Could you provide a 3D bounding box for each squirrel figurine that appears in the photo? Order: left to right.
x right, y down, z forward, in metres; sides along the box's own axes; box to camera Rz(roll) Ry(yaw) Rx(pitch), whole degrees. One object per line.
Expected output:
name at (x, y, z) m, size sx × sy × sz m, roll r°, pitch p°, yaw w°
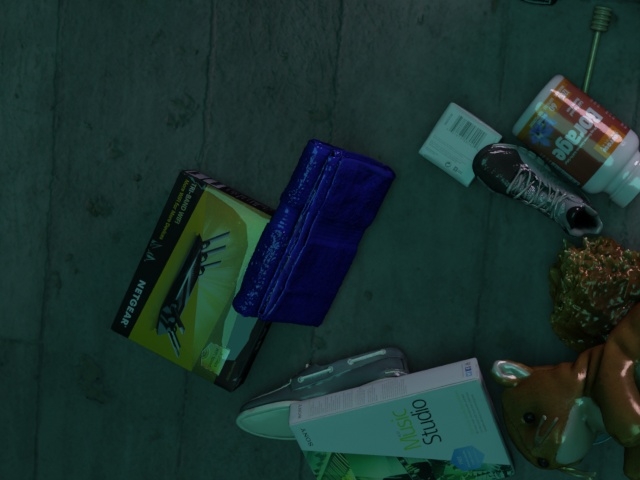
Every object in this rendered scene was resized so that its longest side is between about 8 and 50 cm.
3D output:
squirrel figurine at (0.458, 0.186, 1.792) m, size 0.370 × 0.397 × 0.281 m, roll -22°, pitch 134°, yaw 30°

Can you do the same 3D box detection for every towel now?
towel at (0.000, 0.000, 1.881) m, size 0.076 × 0.227 × 0.308 m, roll 34°, pitch 103°, yaw 36°

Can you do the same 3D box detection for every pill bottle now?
pill bottle at (0.419, -0.152, 1.834) m, size 0.216 × 0.121 × 0.121 m, roll 39°, pitch 101°, yaw 6°

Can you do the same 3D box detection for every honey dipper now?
honey dipper at (0.435, -0.293, 1.865) m, size 0.030 × 0.030 × 0.161 m, roll 13°, pitch 99°, yaw 10°

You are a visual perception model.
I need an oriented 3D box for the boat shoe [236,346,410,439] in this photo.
boat shoe at (0.007, 0.259, 1.983) m, size 0.319 × 0.116 × 0.099 m, roll -16°, pitch 49°, yaw 19°

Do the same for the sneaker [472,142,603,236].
sneaker at (0.351, -0.074, 1.810) m, size 0.228 × 0.132 × 0.086 m, roll 25°, pitch 103°, yaw -19°

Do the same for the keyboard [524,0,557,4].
keyboard at (0.343, -0.478, 1.863) m, size 0.100 × 0.038 × 0.192 m, roll 8°, pitch 96°, yaw 11°

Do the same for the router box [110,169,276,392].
router box at (-0.185, 0.068, 1.995) m, size 0.243 × 0.081 × 0.309 m, roll 26°, pitch 100°, yaw 8°

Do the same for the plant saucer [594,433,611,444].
plant saucer at (0.440, 0.276, 1.918) m, size 0.119 × 0.021 × 0.119 m, roll 1°, pitch 95°, yaw 12°

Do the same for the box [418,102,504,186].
box at (0.229, -0.156, 1.888) m, size 0.101 × 0.087 × 0.102 m, roll 35°, pitch 101°, yaw 6°

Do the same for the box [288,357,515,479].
box at (0.135, 0.328, 1.913) m, size 0.322 × 0.058 × 0.232 m, roll -16°, pitch 123°, yaw 14°
